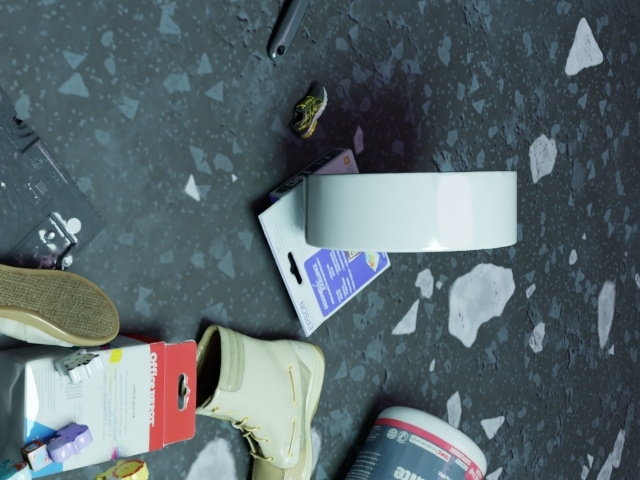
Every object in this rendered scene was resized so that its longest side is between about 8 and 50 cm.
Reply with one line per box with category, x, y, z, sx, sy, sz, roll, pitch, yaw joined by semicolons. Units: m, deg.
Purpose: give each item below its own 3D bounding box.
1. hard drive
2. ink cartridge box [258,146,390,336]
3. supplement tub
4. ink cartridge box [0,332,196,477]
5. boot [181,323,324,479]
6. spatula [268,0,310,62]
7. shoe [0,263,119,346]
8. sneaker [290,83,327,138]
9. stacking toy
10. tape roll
hard drive;-0.408;0.012;0.966;0.339;0.064;0.237;-52;127;-28
ink cartridge box;0.000;0.000;1.378;0.208;0.045;0.206;-39;119;-37
supplement tub;0.120;0.412;1.441;0.191;0.191;0.272;49;61;-36
ink cartridge box;-0.262;0.188;1.118;0.231;0.078;0.134;-3;97;-44
boot;-0.100;0.254;1.273;0.203;0.095;0.262;19;80;-45
spatula;-0.014;-0.386;1.333;0.084;0.030;0.297;31;73;-41
shoe;-0.309;0.066;0.995;0.219;0.058;0.077;25;57;-47
sneaker;-0.017;-0.190;1.351;0.035;0.031;0.083;27;75;-42
stacking toy;-0.302;0.236;0.997;0.221;0.052;0.167;-29;114;-35
tape roll;0.122;-0.044;1.268;0.286;0.286;0.100;-6;97;-44
